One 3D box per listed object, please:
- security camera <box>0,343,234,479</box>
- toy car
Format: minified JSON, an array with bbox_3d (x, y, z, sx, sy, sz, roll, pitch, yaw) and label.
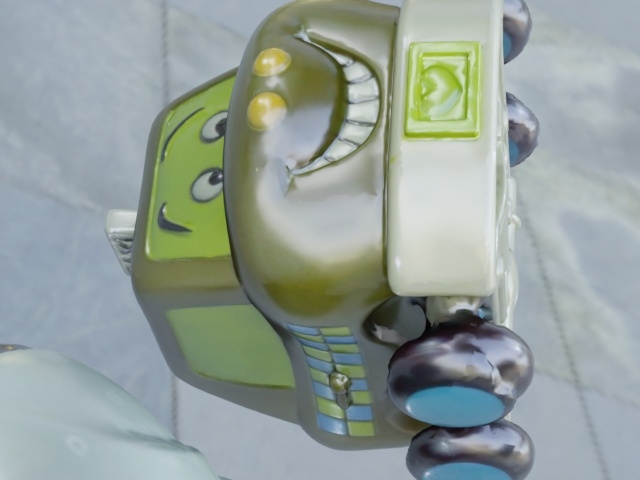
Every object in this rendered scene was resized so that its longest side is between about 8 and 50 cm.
[{"bbox_3d":[-0.090,0.149,0.625,0.191,0.197,0.277,46,-9,24],"label":"security camera"},{"bbox_3d":[0.000,0.000,0.792,0.198,0.248,0.204,1,61,8],"label":"toy car"}]
